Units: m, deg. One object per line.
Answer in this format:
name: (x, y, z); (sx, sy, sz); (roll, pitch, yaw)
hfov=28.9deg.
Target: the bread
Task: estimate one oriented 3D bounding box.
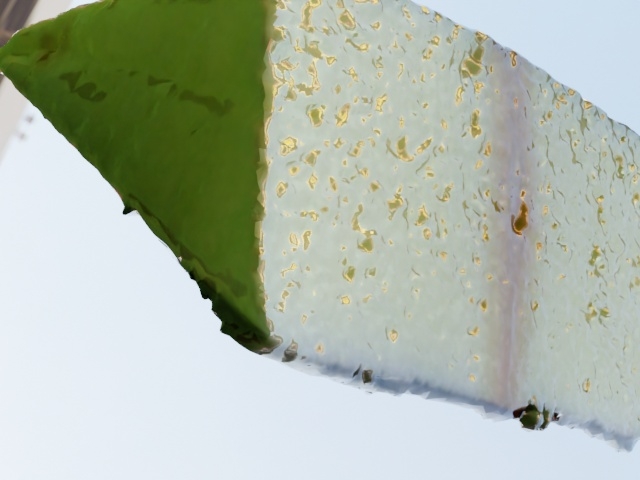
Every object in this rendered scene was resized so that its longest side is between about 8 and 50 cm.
bread: (0.000, 0.000, 0.476); (0.178, 0.240, 0.135); (-4, -105, 40)
